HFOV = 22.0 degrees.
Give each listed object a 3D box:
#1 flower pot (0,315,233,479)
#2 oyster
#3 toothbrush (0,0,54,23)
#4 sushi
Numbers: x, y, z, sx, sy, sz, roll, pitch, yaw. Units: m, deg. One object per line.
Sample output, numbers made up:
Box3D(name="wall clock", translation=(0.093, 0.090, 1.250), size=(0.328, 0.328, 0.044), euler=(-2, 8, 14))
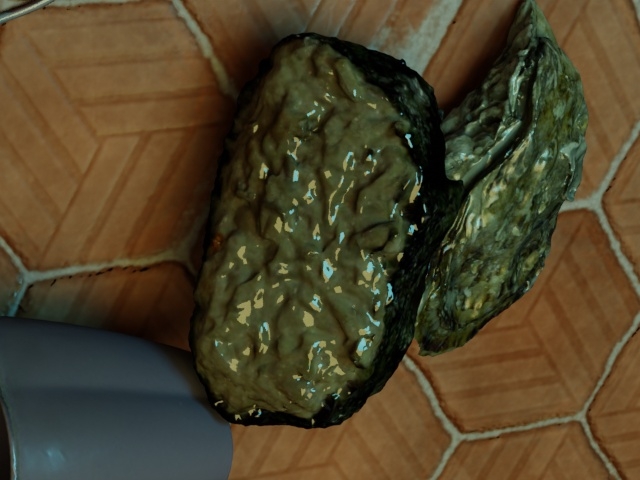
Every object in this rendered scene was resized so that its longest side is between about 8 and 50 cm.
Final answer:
Box3D(name="flower pot", translation=(-0.220, 0.186, 1.462), size=(0.243, 0.265, 0.265), euler=(-2, 115, -33))
Box3D(name="oyster", translation=(0.160, -0.055, 1.563), size=(0.158, 0.162, 0.351), euler=(21, 100, 16))
Box3D(name="toothbrush", translation=(-0.239, -0.204, 1.396), size=(0.193, 0.013, 0.019), euler=(-27, 114, -8))
Box3D(name="sushi", translation=(0.000, 0.000, 1.445), size=(0.210, 0.171, 0.350), euler=(17, 100, 12))
